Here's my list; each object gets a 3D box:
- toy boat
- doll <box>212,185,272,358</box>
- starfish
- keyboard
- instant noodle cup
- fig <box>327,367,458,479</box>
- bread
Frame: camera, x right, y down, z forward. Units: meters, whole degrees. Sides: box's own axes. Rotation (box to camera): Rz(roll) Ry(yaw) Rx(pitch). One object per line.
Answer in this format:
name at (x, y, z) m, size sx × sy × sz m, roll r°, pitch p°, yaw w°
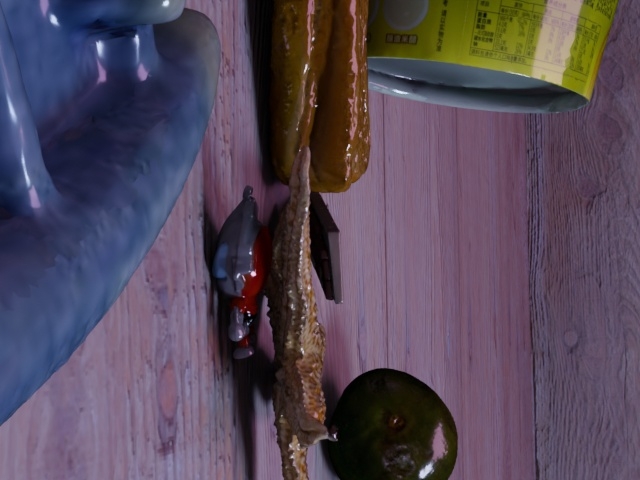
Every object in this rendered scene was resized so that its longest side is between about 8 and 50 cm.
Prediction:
toy boat at (-0.099, -0.053, 0.392) m, size 0.330 × 0.123 × 0.215 m, roll -54°, pitch 147°, yaw -53°
doll at (-0.051, 0.018, 0.815) m, size 0.057 × 0.039 × 0.114 m, roll -24°, pitch 121°, yaw -50°
starfish at (-0.020, 0.061, 0.869) m, size 0.231 × 0.048 × 0.295 m, roll -100°, pitch -173°, yaw -67°
keyboard at (0.000, 0.000, 0.923) m, size 0.166 × 0.017 × 0.055 m, roll -114°, pitch -158°, yaw -77°
instant noodle cup at (0.131, -0.240, 1.097) m, size 0.311 × 0.311 × 0.221 m, roll 16°, pitch 83°, yaw -74°
fig at (0.056, 0.188, 1.102) m, size 0.177 × 0.117 × 0.117 m, roll 106°, pitch -7°, yaw -58°
bread at (-0.002, -0.175, 0.939) m, size 0.139 × 0.077 × 0.271 m, roll -57°, pitch 144°, yaw -71°
